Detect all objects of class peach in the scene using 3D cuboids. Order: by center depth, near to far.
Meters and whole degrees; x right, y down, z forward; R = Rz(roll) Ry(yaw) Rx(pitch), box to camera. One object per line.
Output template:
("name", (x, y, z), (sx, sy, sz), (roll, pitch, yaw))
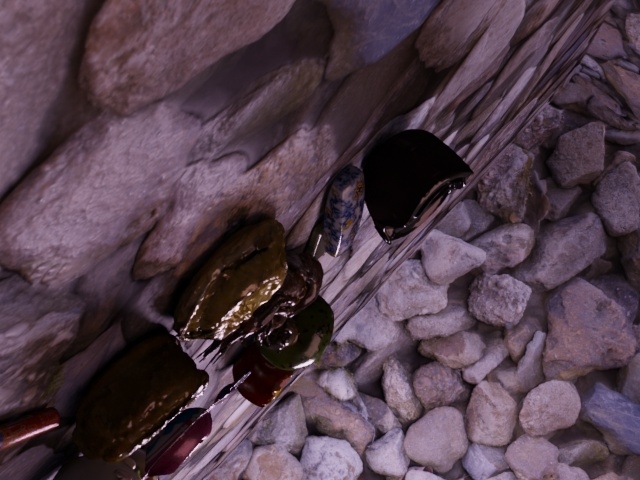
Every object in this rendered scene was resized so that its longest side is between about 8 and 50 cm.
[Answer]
("peach", (-0.163, 0.364, 1.814), (0.159, 0.154, 0.267), (-44, 174, -21))

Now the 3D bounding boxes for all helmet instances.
("helmet", (0.183, -0.125, 1.424), (0.225, 0.177, 0.305), (-39, 173, -13))

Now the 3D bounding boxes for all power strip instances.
("power strip", (0.000, 0.000, 1.529), (0.076, 0.028, 0.169), (-41, 164, -31))

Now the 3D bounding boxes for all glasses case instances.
("glasses case", (0.050, -0.057, 1.391), (0.087, 0.065, 0.248), (-47, 158, -28))

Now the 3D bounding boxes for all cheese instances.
("cheese", (-0.205, 0.301, 1.085), (0.244, 0.062, 0.155), (-45, 174, -9))

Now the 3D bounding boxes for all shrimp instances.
("shrimp", (-0.126, 0.159, 1.393), (0.343, 0.116, 0.145), (-41, 143, -14))

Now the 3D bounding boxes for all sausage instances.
("sausage", (-0.415, 0.262, 0.911), (0.034, 0.034, 0.129), (-50, 168, 10))

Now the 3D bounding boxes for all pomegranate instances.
("pomegranate", (-0.069, 0.210, 1.566), (0.202, 0.202, 0.248), (-49, 171, 4))

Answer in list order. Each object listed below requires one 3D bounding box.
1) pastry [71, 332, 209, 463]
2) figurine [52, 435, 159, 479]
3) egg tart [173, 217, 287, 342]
("pastry", (-0.301, 0.278, 1.116), (0.235, 0.132, 0.240), (-50, 167, 5))
("figurine", (-0.368, 0.484, 1.313), (0.227, 0.274, 0.394), (-48, -174, 15))
("egg tart", (-0.143, 0.082, 1.147), (0.279, 0.095, 0.279), (-46, 167, -14))
